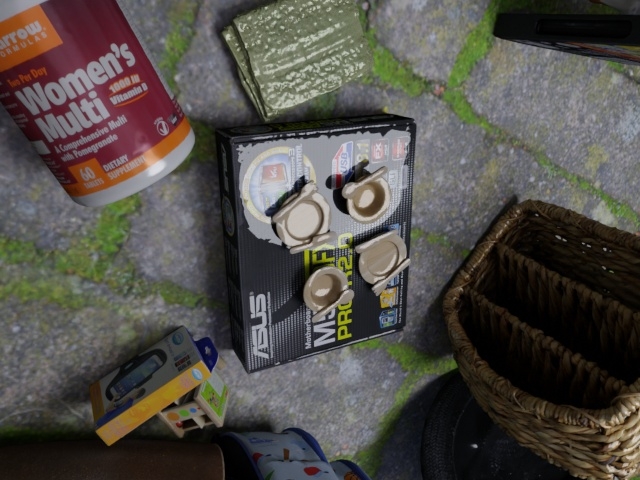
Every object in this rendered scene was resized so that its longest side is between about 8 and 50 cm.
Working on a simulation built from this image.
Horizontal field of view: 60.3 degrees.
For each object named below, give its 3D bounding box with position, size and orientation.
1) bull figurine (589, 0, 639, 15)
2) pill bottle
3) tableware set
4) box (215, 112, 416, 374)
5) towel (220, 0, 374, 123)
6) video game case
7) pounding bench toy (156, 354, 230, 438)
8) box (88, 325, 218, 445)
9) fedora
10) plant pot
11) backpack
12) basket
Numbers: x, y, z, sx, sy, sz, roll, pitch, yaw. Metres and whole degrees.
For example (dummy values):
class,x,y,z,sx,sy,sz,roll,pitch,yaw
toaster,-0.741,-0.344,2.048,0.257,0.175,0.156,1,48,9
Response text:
class,x,y,z,sx,sy,sz,roll,pitch,yaw
bull figurine,0.402,-0.372,0.642,0.310,0.188,0.101,-30,142,-7
pill bottle,-0.201,-0.147,0.432,0.121,0.121,0.221,-33,121,-13
tableware set,0.029,0.002,0.600,0.141,0.020,0.169,-27,120,-16
box,0.000,0.000,0.632,0.216,0.060,0.270,-10,113,-25
towel,-0.019,-0.198,0.565,0.148,0.027,0.110,-30,119,-13
video game case,0.390,-0.226,0.637,0.274,0.248,0.035,-1,111,-27
pounding bench toy,-0.145,0.172,0.631,0.065,0.083,0.052,-20,120,16
box,-0.175,0.145,0.583,0.136,0.081,0.028,-35,121,-12
fedora,0.278,0.350,0.839,0.333,0.334,0.153,-8,148,-25
plant pot,-0.242,0.288,0.549,0.230,0.215,0.216,21,99,-18
backpack,-0.043,0.346,0.626,0.213,0.263,0.277,11,104,-36
basket,0.290,0.112,0.688,0.213,0.299,0.223,-25,121,-16
